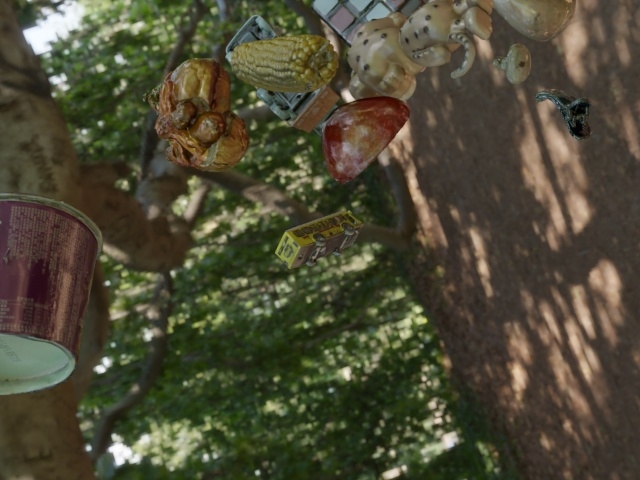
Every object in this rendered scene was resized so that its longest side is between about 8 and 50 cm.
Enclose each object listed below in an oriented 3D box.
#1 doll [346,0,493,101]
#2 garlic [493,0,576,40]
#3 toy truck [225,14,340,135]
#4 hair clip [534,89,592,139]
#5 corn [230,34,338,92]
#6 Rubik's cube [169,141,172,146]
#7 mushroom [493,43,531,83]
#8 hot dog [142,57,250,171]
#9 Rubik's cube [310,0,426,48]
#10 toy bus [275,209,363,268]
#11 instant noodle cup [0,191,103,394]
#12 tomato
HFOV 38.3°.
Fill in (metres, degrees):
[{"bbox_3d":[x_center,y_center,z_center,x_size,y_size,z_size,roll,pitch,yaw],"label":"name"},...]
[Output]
[{"bbox_3d":[0.149,-0.302,1.435,0.278,0.119,0.154,-9,62,49],"label":"doll"},{"bbox_3d":[0.358,-0.419,1.620,0.266,0.148,0.129,-4,-83,-52],"label":"garlic"},{"bbox_3d":[-0.083,-0.386,2.139,0.338,0.133,0.184,51,-165,31],"label":"toy truck"},{"bbox_3d":[0.418,-0.239,1.600,0.229,0.039,0.070,-102,4,-68],"label":"hair clip"},{"bbox_3d":[-0.067,-0.312,1.642,0.310,0.101,0.102,11,124,57],"label":"corn"},{"bbox_3d":[-0.282,-0.231,2.112,0.133,0.111,0.133,-12,-90,-69],"label":"Rubik's cube"},{"bbox_3d":[0.408,-0.377,1.969,0.085,0.079,0.085,6,-90,-69],"label":"mushroom"},{"bbox_3d":[-0.189,-0.177,1.352,0.349,0.117,0.158,-152,43,-75],"label":"hot dog"},{"bbox_3d":[0.105,-0.445,1.797,0.163,0.162,0.160,49,-167,21],"label":"Rubik's cube"},{"bbox_3d":[0.000,0.000,2.074,0.074,0.226,0.081,42,128,23],"label":"toy bus"},{"bbox_3d":[-0.563,0.114,1.679,0.340,0.339,0.266,76,-175,-59],"label":"instant noodle cup"},{"bbox_3d":[0.056,-0.171,1.405,0.091,0.159,0.139,45,-172,-14],"label":"tomato"}]
